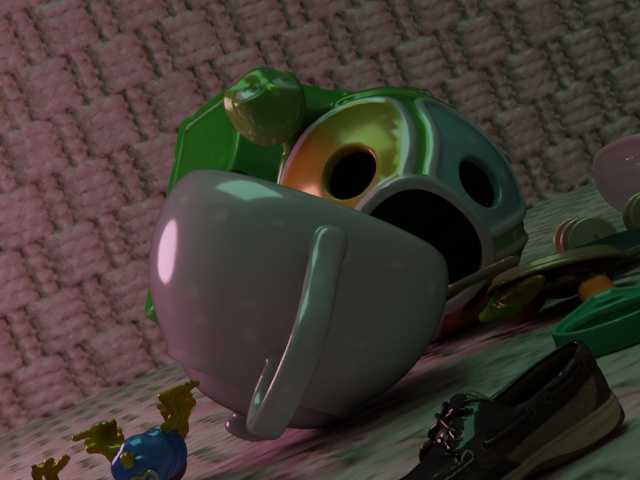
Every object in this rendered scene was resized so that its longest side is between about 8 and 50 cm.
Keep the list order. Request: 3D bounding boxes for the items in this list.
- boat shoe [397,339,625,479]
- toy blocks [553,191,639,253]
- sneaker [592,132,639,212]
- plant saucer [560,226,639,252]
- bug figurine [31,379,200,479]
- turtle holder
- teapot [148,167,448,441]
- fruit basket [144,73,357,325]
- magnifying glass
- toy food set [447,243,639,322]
[{"bbox_3d":[0.073,0.092,0.547,0.152,0.049,0.056,-23,1,-32],"label":"boat shoe"},{"bbox_3d":[0.313,-0.013,1.280,0.123,0.054,0.148,-23,0,3],"label":"toy blocks"},{"bbox_3d":[0.469,-0.099,1.371,0.169,0.108,0.292,-21,9,-32],"label":"sneaker"},{"bbox_3d":[0.265,0.016,1.148,0.119,0.021,0.119,-17,-11,-3],"label":"plant saucer"},{"bbox_3d":[-0.187,0.187,0.851,0.279,0.072,0.216,-27,-7,8],"label":"bug figurine"},{"bbox_3d":[0.070,-0.048,1.165,0.243,0.320,0.227,-20,14,2],"label":"turtle holder"},{"bbox_3d":[-0.030,0.065,0.924,0.252,0.187,0.256,14,-8,38],"label":"teapot"},{"bbox_3d":[0.000,0.000,1.525,0.392,0.392,0.283,-23,-3,-43],"label":"fruit basket"},{"bbox_3d":[0.209,0.048,0.865,0.092,0.026,0.231,-23,-1,9],"label":"magnifying glass"},{"bbox_3d":[0.203,0.039,1.028,0.192,0.038,0.132,-7,-15,-31],"label":"toy food set"}]
